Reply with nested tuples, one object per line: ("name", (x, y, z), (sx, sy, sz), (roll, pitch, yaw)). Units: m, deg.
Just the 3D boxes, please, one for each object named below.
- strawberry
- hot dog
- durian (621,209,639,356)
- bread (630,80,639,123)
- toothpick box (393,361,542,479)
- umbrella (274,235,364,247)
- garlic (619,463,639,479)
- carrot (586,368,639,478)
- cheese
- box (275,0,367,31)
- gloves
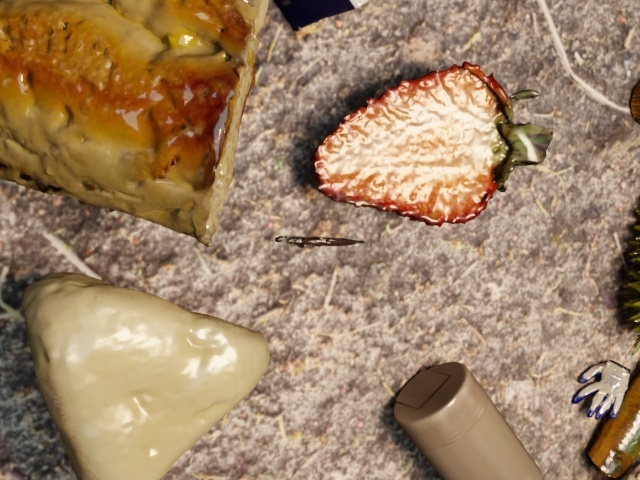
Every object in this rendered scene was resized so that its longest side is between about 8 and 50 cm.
("strawberry", (0.128, -0.109, 1.143), (0.286, 0.106, 0.188), (-9, 93, -5))
("hot dog", (-0.239, -0.212, 0.945), (0.365, 0.196, 0.367), (14, 86, 0))
("durian", (0.520, -0.009, 1.256), (0.355, 0.157, 0.169), (-49, 124, -9))
("bread", (0.462, -0.186, 1.271), (0.085, 0.053, 0.085), (-1, 95, -19))
("toothpick box", (0.183, 0.250, 1.180), (0.111, 0.111, 0.181), (-41, 106, -12))
("umbrella", (-0.002, 0.001, 1.149), (0.122, 0.022, 0.013), (4, 67, -29))
("garlic", (0.441, 0.391, 1.268), (0.229, 0.143, 0.178), (-43, 87, -15))
("carrot", (0.453, 0.210, 1.294), (0.070, 0.070, 0.260), (40, 83, -17))
("cheese", (-0.198, 0.121, 1.007), (0.251, 0.173, 0.248), (-34, 113, -12))
("box", (0.092, -0.364, 1.054), (0.299, 0.200, 0.106), (-38, 106, -13))
("gloves", (0.379, 0.200, 1.281), (0.064, 0.026, 0.086), (25, 81, 15))
